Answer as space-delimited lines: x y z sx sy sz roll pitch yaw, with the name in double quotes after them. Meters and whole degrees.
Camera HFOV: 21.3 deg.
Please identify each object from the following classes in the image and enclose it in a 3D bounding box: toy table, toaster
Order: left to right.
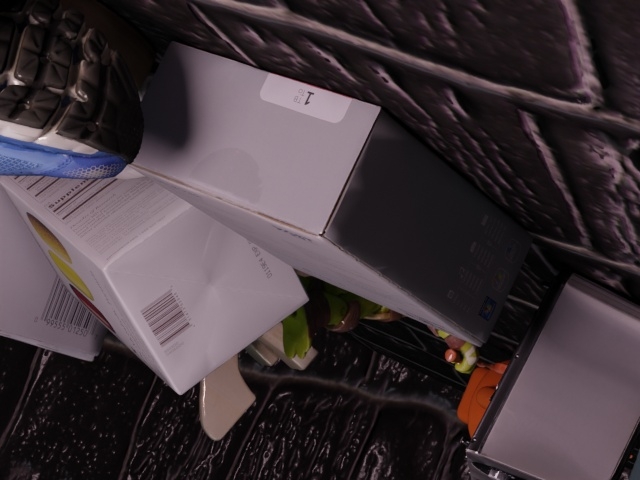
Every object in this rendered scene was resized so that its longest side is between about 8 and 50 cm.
-0.094 0.086 1.951 0.161 0.252 0.274 42 -179 -7 "toy table"
0.192 0.120 1.291 0.110 0.186 0.168 25 166 13 "toaster"

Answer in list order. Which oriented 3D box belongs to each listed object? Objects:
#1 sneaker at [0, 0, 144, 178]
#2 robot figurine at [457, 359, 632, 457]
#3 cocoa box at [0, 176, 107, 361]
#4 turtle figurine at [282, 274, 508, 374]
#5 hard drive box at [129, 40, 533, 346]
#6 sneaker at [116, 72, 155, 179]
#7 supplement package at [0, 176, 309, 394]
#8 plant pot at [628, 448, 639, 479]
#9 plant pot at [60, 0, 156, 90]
-0.267 -0.080 1.057 0.330 0.130 0.147 9 134 11 "sneaker"
0.266 0.218 2.031 0.219 0.128 0.158 20 137 49 "robot figurine"
-0.351 -0.056 1.542 0.228 0.231 0.347 16 176 35 "cocoa box"
0.054 0.054 1.514 0.217 0.087 0.269 -8 -147 -35 "turtle figurine"
0.008 -0.027 1.137 0.181 0.089 0.232 21 173 35 "hard drive box"
-0.124 -0.093 1.275 0.212 0.080 0.094 12 155 38 "sneaker"
-0.142 -0.003 1.398 0.244 0.134 0.139 32 154 55 "supplement package"
0.403 0.283 1.535 0.247 0.248 0.252 25 156 5 "plant pot"
-0.243 -0.135 1.171 0.237 0.110 0.237 27 174 3 "plant pot"
